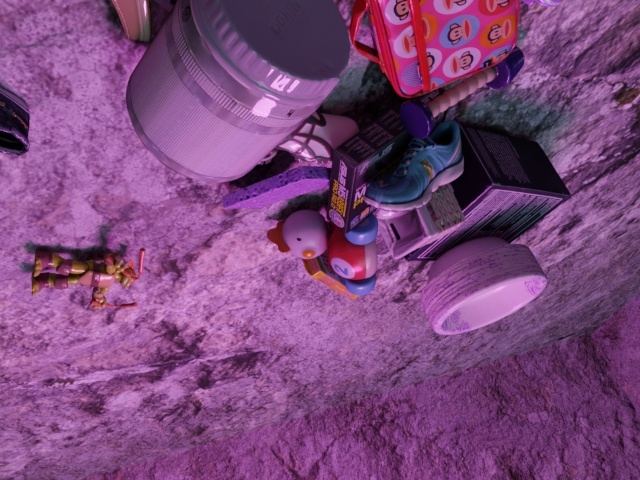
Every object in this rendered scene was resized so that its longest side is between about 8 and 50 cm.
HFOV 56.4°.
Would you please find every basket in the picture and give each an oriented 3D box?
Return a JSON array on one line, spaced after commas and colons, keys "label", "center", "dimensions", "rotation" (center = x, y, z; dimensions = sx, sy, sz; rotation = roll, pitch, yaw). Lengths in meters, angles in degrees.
[{"label": "basket", "center": [0.205, -0.045, 1.231], "dimensions": [0.103, 0.113, 0.167], "rotation": [-19, 170, -23]}]

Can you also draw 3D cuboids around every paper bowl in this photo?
[{"label": "paper bowl", "center": [0.371, 0.097, 1.408], "dimensions": [0.284, 0.148, 0.284], "rotation": [-16, 152, -8]}]

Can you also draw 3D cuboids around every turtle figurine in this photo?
[{"label": "turtle figurine", "center": [-0.472, 0.063, 1.230], "dimensions": [0.217, 0.087, 0.269], "rotation": [6, 150, -28]}]

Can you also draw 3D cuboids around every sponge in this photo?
[{"label": "sponge", "center": [-0.079, -0.102, 1.169], "dimensions": [0.210, 0.031, 0.117], "rotation": [-15, 175, 35]}]

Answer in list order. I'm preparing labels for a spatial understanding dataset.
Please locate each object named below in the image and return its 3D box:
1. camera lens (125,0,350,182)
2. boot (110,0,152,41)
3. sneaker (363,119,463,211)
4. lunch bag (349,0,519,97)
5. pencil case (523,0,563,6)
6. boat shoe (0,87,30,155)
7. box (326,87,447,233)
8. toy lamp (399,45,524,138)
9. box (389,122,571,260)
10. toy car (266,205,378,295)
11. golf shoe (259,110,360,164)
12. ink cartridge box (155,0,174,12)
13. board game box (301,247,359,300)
[{"label": "camera lens", "center": [-0.120, -0.222, 0.808], "dimensions": [0.220, 0.219, 0.274], "rotation": [4, 155, -37]}, {"label": "boot", "center": [-0.312, -0.328, 0.678], "dimensions": [0.204, 0.095, 0.262], "rotation": [-17, 149, -9]}, {"label": "sneaker", "center": [0.173, -0.141, 1.107], "dimensions": [0.275, 0.107, 0.109], "rotation": [-38, 138, -37]}, {"label": "lunch bag", "center": [0.167, -0.364, 0.920], "dimensions": [0.258, 0.120, 0.293], "rotation": [-21, 150, 7]}, {"label": "pencil case", "center": [0.391, -0.464, 0.915], "dimensions": [0.088, 0.086, 0.206], "rotation": [-44, 165, -37]}, {"label": "boat shoe", "center": [-0.478, -0.186, 0.815], "dimensions": [0.065, 0.083, 0.183], "rotation": [-32, 149, 18]}, {"label": "box", "center": [0.130, -0.159, 1.170], "dimensions": [0.270, 0.060, 0.216], "rotation": [-39, 158, -25]}, {"label": "toy lamp", "center": [0.268, -0.278, 1.086], "dimensions": [0.275, 0.080, 0.080], "rotation": [-36, 156, -22]}, {"label": "box", "center": [0.358, -0.096, 1.404], "dimensions": [0.294, 0.182, 0.296], "rotation": [4, 144, -37]}, {"label": "toy car", "center": [0.000, 0.000, 1.338], "dimensions": [0.238, 0.210, 0.219], "rotation": [-6, 139, -2]}, {"label": "golf shoe", "center": [-0.039, -0.205, 1.058], "dimensions": [0.273, 0.105, 0.120], "rotation": [-8, 138, -26]}, {"label": "ink cartridge box", "center": [-0.134, -0.360, 0.817], "dimensions": [0.179, 0.045, 0.145], "rotation": [-16, 156, 29]}, {"label": "board game box", "center": [0.016, 0.063, 1.506], "dimensions": [0.039, 0.124, 0.259], "rotation": [-33, 149, 17]}]
